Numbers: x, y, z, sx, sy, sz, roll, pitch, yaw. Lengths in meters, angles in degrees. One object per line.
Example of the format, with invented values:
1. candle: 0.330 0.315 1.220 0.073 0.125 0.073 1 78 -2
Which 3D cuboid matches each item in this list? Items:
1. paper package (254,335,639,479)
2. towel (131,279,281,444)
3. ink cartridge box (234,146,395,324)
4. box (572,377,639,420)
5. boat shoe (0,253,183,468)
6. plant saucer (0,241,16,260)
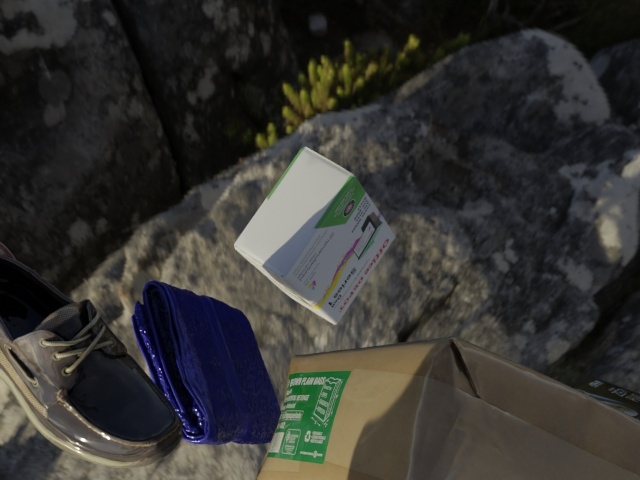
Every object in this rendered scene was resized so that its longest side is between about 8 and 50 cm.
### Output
1. paper package: 0.137 0.228 1.027 0.309 0.325 0.168 27 70 -21
2. towel: -0.158 0.186 1.467 0.076 0.308 0.228 -24 73 12
3. ink cartridge box: 0.000 0.000 1.735 0.117 0.278 0.201 31 82 26
4. box: 0.378 0.249 1.318 0.147 0.180 0.078 19 104 33
5. boat shoe: -0.313 0.139 1.237 0.355 0.130 0.132 31 46 20
6. plant saucer: -0.561 0.067 1.631 0.168 0.029 0.168 8 69 -23
